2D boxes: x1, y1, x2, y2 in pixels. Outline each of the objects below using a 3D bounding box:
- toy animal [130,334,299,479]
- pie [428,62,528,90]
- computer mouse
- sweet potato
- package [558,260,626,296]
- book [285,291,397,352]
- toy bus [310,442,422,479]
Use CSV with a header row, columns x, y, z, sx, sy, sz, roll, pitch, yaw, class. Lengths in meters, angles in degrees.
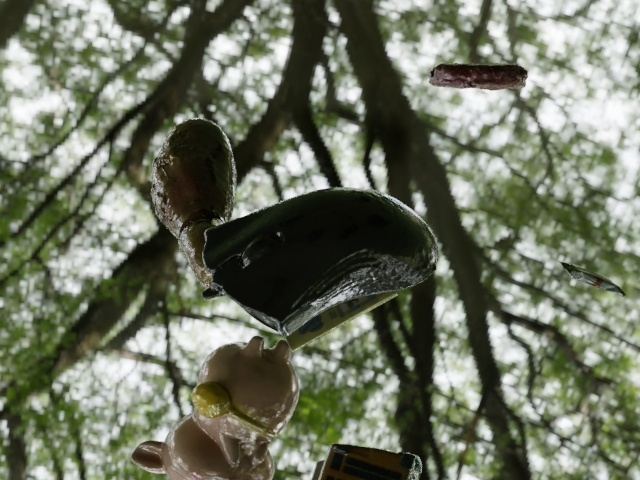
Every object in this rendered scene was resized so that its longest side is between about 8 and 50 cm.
x,y,z,sx,sy,sz,roll,pitch,yaw,class
-0.115,0.229,1.521,0.165,0.248,0.149,22,-157,-26,toy animal
0.227,-0.238,1.705,0.153,0.038,0.153,1,-168,0,pie
0.000,0.000,1.182,0.264,0.088,0.147,-23,-128,-25,computer mouse
-0.149,-0.044,1.436,0.109,0.109,0.385,8,-150,-13,sweet potato
0.390,0.055,1.707,0.110,0.015,0.037,20,-162,-21,package
0.009,0.073,1.923,0.192,0.013,0.168,-29,-128,1,book
0.028,0.279,1.102,0.103,0.091,0.182,15,-108,14,toy bus
